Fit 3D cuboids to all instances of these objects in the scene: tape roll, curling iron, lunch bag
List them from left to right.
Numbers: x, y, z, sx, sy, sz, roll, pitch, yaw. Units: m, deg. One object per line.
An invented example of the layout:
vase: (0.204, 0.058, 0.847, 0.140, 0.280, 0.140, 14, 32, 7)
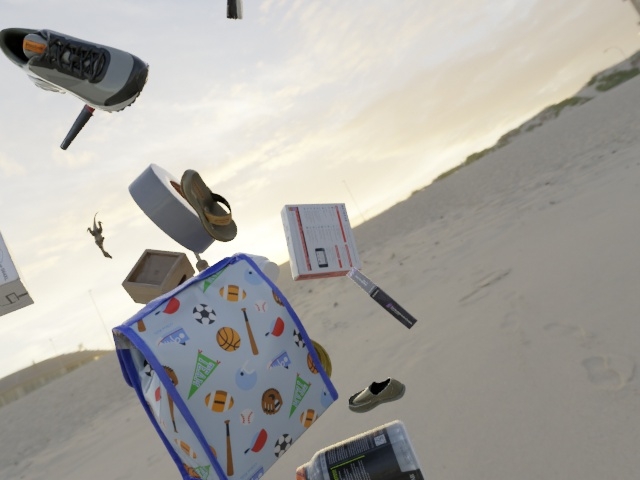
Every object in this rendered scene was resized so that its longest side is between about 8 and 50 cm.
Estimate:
curling iron: (-0.622, -0.347, 1.318, 0.035, 0.068, 0.274, -4, 50, 35)
tape roll: (-0.318, -0.071, 1.076, 0.072, 0.219, 0.219, -44, -7, 2)
lunch bag: (-0.200, 0.257, 0.996, 0.239, 0.385, 0.328, -13, 17, 45)

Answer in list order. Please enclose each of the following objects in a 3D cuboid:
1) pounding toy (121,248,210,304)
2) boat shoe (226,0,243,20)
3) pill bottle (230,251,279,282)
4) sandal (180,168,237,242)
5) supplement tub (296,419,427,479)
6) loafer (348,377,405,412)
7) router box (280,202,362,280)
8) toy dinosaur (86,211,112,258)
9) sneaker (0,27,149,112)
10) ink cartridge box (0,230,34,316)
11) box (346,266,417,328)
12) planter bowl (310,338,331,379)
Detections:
pounding toy: (-0.375, 0.085, 1.269, 0.206, 0.094, 0.181, 5, 48, 18)
boat shoe: (-0.192, -0.546, 1.045, 0.038, 0.125, 0.046, 1, 36, 1)
pill bottle: (-0.273, 0.117, 1.968, 0.124, 0.124, 0.221, -21, 20, -41)
sandal: (-0.192, -0.060, 0.881, 0.049, 0.072, 0.180, -7, -41, 17)
supplement tub: (0.108, 0.619, 1.269, 0.316, 0.193, 0.193, -22, -6, 2)
loafer: (0.201, 0.581, 1.844, 0.251, 0.087, 0.094, -30, 20, 24)
router box: (0.000, 0.000, 2.142, 0.301, 0.335, 0.082, -3, -22, -24)
toy dinosaur: (-0.714, -0.024, 1.538, 0.053, 0.183, 0.092, -16, -17, -24)
sneaker: (-0.399, -0.281, 0.776, 0.271, 0.100, 0.108, 15, -6, 17)
ink cartridge box: (-0.718, 0.068, 1.067, 0.086, 0.148, 0.203, -24, -11, -29)
box: (0.123, 0.116, 0.998, 0.029, 0.116, 0.162, -50, 16, -1)
planter bowl: (-0.073, 0.380, 1.511, 0.217, 0.217, 0.090, -28, 12, 8)
